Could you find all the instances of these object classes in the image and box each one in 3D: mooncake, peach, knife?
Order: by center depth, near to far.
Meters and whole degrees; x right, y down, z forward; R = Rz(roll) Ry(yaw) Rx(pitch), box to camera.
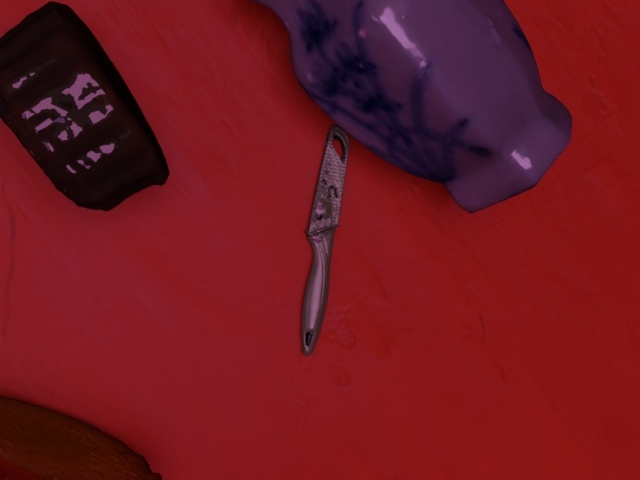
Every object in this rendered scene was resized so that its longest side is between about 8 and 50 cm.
[{"bbox_3d":[-0.267,-0.136,1.054,0.124,0.228,0.228,-32,99,-2],"label":"mooncake"},{"bbox_3d":[-0.314,0.292,1.060,0.274,0.249,0.245,11,124,-27],"label":"peach"},{"bbox_3d":[0.000,0.000,1.224,0.043,0.020,0.293,10,89,-12],"label":"knife"}]

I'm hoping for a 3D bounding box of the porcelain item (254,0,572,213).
[{"bbox_3d":[0.099,-0.219,1.128,0.405,0.242,0.178,44,57,-13],"label":"porcelain item"}]
